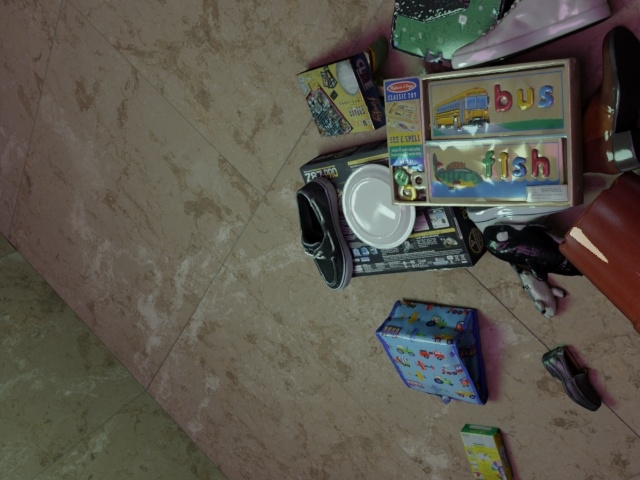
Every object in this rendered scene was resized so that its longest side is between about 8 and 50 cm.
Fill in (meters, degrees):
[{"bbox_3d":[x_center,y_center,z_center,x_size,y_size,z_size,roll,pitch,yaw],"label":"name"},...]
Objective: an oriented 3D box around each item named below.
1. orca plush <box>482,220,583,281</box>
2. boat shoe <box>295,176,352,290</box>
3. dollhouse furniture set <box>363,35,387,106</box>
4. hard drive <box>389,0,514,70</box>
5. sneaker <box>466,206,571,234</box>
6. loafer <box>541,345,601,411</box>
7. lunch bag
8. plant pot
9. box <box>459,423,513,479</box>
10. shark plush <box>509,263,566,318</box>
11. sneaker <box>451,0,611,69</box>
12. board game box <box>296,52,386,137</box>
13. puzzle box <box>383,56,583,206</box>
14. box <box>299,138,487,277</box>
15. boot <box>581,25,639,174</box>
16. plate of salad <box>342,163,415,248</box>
[{"bbox_3d":[0.472,0.057,1.585,0.287,0.102,0.151,26,149,-4],"label":"orca plush"},{"bbox_3d":[0.000,0.000,1.863,0.108,0.102,0.301,12,123,37],"label":"boat shoe"},{"bbox_3d":[0.143,-0.362,1.666,0.058,0.076,0.151,19,137,32],"label":"dollhouse furniture set"},{"bbox_3d":[0.266,-0.507,1.476,0.237,0.064,0.339,25,129,26],"label":"hard drive"},{"bbox_3d":[0.438,-0.065,1.611,0.258,0.094,0.091,-9,129,47],"label":"sneaker"},{"bbox_3d":[0.585,0.317,1.740,0.170,0.062,0.061,46,131,5],"label":"loafer"},{"bbox_3d":[0.298,0.314,1.943,0.221,0.138,0.293,5,128,35],"label":"lunch bag"},{"bbox_3d":[0.608,0.028,1.406,0.265,0.272,0.272,43,136,21],"label":"plant pot"},{"bbox_3d":[0.448,0.580,2.036,0.105,0.043,0.179,-3,111,41],"label":"box"},{"bbox_3d":[0.469,0.110,1.710,0.161,0.073,0.067,40,165,7],"label":"shark plush"},{"bbox_3d":[0.369,-0.407,1.397,0.290,0.106,0.123,-19,94,17],"label":"sneaker"},{"bbox_3d":[0.046,-0.325,1.735,0.243,0.042,0.165,7,122,60],"label":"board game box"},{"bbox_3d":[0.310,-0.203,1.499,0.409,0.052,0.272,2,100,40],"label":"puzzle box"},{"bbox_3d":[0.165,-0.076,1.815,0.395,0.097,0.318,-8,112,43],"label":"box"},{"bbox_3d":[0.490,-0.244,1.451,0.280,0.096,0.264,-6,99,60],"label":"boot"},{"bbox_3d":[0.135,-0.078,1.734,0.200,0.048,0.200,14,114,35],"label":"plate of salad"}]
